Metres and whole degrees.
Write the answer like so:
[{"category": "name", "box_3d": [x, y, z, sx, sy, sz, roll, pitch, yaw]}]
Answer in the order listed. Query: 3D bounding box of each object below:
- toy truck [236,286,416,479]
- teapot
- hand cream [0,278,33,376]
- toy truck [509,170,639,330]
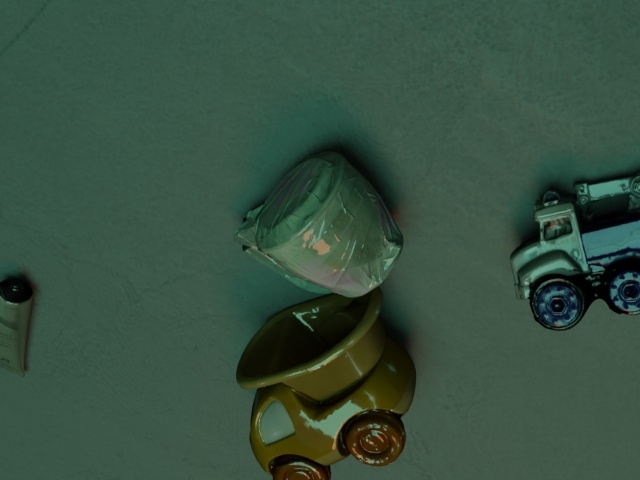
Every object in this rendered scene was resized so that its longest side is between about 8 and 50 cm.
[{"category": "toy truck", "box_3d": [0.011, 0.212, 1.661, 0.288, 0.204, 0.211, -28, 109, 22]}, {"category": "teapot", "box_3d": [0.001, 0.007, 1.573, 0.221, 0.163, 0.178, -38, 115, 25]}, {"category": "hand cream", "box_3d": [-0.474, 0.129, 1.778, 0.087, 0.054, 0.186, 23, 127, 0]}, {"category": "toy truck", "box_3d": [0.353, 0.012, 1.542, 0.213, 0.161, 0.177, -14, 97, 16]}]
